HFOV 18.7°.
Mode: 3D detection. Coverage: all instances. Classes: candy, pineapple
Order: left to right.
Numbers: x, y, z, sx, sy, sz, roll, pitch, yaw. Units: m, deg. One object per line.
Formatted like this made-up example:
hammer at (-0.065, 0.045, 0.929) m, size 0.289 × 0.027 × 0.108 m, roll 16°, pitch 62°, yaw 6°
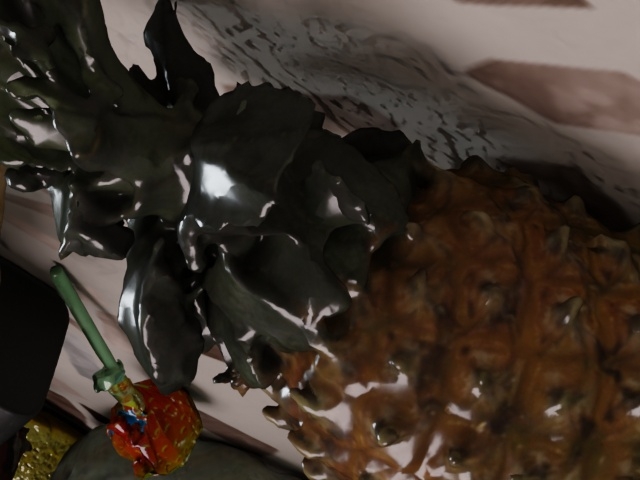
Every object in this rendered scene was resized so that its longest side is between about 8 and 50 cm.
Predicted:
candy at (-0.120, 0.074, 1.135) m, size 0.060 × 0.060 × 0.201 m, roll 15°, pitch 151°, yaw 28°
pineapple at (0.000, 0.000, 0.656) m, size 0.310 × 0.141 × 0.170 m, roll 36°, pitch 165°, yaw -7°

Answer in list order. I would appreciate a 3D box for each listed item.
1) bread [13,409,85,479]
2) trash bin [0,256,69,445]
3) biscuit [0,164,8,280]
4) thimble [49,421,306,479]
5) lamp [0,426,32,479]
bread at (-0.241, 0.153, 1.472) m, size 0.149 × 0.065 × 0.188 m, roll 18°, pitch 163°, yaw 36°
trash bin at (-0.273, 0.080, 1.129) m, size 0.165 × 0.115 × 0.225 m, roll 35°, pitch 133°, yaw -23°
biscuit at (-0.261, -0.004, 0.921) m, size 0.236 × 0.062 × 0.291 m, roll 25°, pitch 137°, yaw 9°
thimble at (-0.077, 0.265, 1.356) m, size 0.291 × 0.195 × 0.291 m, roll 23°, pitch 160°, yaw 9°
lamp at (-0.286, 0.139, 1.332) m, size 0.157 × 0.156 × 0.135 m, roll 28°, pitch 160°, yaw -9°
